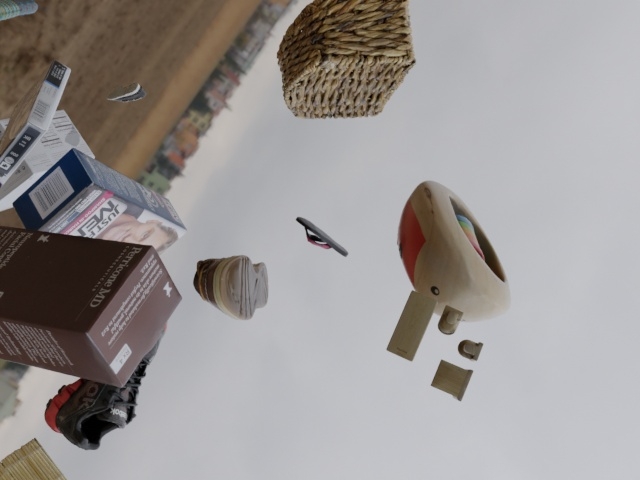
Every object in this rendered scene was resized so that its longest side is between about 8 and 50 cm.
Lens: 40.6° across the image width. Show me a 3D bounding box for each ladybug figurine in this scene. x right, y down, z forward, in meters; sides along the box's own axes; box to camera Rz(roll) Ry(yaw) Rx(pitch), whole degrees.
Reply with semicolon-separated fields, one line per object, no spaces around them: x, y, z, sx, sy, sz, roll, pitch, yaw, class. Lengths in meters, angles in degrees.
0.283;0.031;1.939;0.162;0.305;0.449;-36;-160;17;ladybug figurine

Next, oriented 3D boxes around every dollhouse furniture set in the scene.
0.204;0.188;1.545;0.123;0.151;0.144;58;56;-80;dollhouse furniture set

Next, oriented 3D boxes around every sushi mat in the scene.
-0.504;0.537;1.634;0.151;0.316;0.019;-36;-177;5;sushi mat

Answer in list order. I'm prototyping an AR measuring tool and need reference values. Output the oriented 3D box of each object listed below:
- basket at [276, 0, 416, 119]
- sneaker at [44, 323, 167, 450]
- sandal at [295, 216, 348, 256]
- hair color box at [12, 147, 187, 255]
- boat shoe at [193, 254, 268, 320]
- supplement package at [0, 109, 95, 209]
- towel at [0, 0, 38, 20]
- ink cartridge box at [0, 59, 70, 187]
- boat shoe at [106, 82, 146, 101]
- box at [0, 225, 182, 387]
0.028;-0.364;1.545;0.299;0.213;0.223;133;-47;-77;basket
-0.341;0.238;1.460;0.276;0.097;0.135;-50;-131;-3;sneaker
0.000;0.000;2.234;0.040;0.179;0.067;-47;-149;9;sandal
-0.446;-0.047;1.802;0.174;0.105;0.347;-40;154;9;hair color box
-0.187;0.089;1.674;0.342;0.123;0.123;-6;95;-83;boat shoe
-0.702;-0.182;2.030;0.204;0.145;0.262;-32;-178;21;supplement package
-0.593;-0.342;1.155;0.040;0.271;0.370;-65;174;25;towel
-0.552;-0.207;1.607;0.208;0.045;0.206;-41;-149;31;ink cartridge box
-0.501;-0.376;2.234;0.125;0.038;0.046;-8;-126;35;boat shoe
-0.442;0.098;1.411;0.381;0.143;0.191;7;-133;26;box
